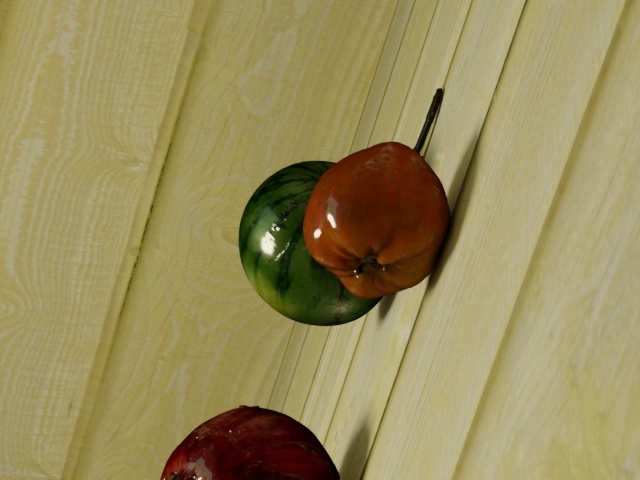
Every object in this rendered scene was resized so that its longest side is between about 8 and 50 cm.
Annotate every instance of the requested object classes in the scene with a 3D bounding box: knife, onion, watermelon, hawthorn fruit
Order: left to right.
[{"bbox_3d":[-0.099,0.354,1.753,0.276,0.276,0.276,-163,90,-86],"label":"onion"},{"bbox_3d":[0.000,0.003,1.932,0.242,0.242,0.242,-163,90,-86],"label":"watermelon"},{"bbox_3d":[0.073,-0.028,1.591,0.189,0.189,0.189,-163,90,-86],"label":"hawthorn fruit"},{"bbox_3d":[0.145,-0.126,2.017,0.045,0.021,0.222,-130,61,-84],"label":"knife"}]
